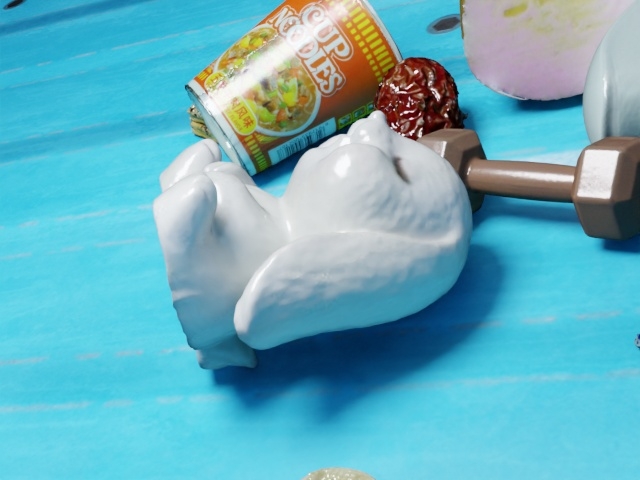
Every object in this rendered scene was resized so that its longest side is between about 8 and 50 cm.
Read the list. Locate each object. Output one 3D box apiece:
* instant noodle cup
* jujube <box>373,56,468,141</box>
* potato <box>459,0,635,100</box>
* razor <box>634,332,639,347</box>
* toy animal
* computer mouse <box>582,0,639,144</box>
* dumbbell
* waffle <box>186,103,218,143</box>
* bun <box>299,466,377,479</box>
[{"bbox_3d":[-0.035,-0.183,1.247,0.212,0.193,0.193,-35,33,-6],"label":"instant noodle cup"},{"bbox_3d":[0.100,-0.129,1.136,0.104,0.104,0.166,-12,33,16],"label":"jujube"},{"bbox_3d":[0.260,-0.294,1.215,0.229,0.229,0.266,-9,19,20],"label":"potato"},{"bbox_3d":[0.308,0.060,0.796,0.154,0.028,0.044,-7,35,22],"label":"razor"},{"bbox_3d":[0.000,0.000,0.947,0.264,0.206,0.272,-11,12,-5],"label":"toy animal"},{"bbox_3d":[0.304,-0.163,1.031,0.079,0.128,0.231,12,48,27],"label":"computer mouse"},{"bbox_3d":[0.186,-0.054,0.981,0.230,0.082,0.092,8,20,40],"label":"dumbbell"},{"bbox_3d":[-0.090,-0.180,1.383,0.148,0.042,0.102,-37,35,-20],"label":"waffle"},{"bbox_3d":[0.012,0.199,0.752,0.086,0.055,0.086,-6,27,3],"label":"bun"}]
